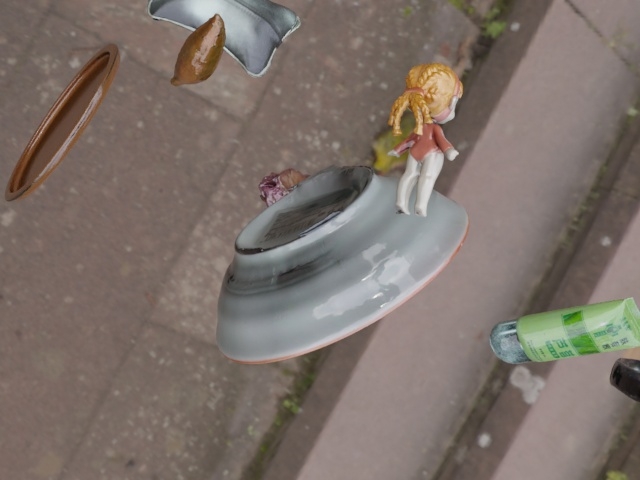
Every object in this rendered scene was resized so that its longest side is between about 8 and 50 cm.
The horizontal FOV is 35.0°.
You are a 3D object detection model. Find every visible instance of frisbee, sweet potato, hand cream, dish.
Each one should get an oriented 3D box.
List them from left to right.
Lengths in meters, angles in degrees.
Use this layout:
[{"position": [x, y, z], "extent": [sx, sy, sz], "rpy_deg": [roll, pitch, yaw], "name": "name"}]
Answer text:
[{"position": [-0.338, -0.154, 1.335], "extent": [0.021, 0.251, 0.251], "rpy_deg": [36, 84, -24], "name": "frisbee"}, {"position": [-0.098, -0.153, 0.833], "extent": [0.034, 0.034, 0.095], "rpy_deg": [-17, 165, -36], "name": "sweet potato"}, {"position": [0.000, 0.000, 0.921], "extent": [0.260, 0.260, 0.085], "rpy_deg": [-37, 109, -23], "name": "dish"}, {"position": [0.281, 0.107, 1.153], "extent": [0.095, 0.175, 0.046], "rpy_deg": [51, 40, -39], "name": "hand cream"}]

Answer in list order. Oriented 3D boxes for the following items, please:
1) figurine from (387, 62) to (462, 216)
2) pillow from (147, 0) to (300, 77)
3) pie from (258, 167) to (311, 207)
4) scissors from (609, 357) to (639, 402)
[{"position": [0.072, -0.072, 0.715], "extent": [0.047, 0.064, 0.109], "rpy_deg": [14, 85, -46], "name": "figurine"}, {"position": [-0.095, -0.224, 1.000], "extent": [0.055, 0.135, 0.091], "rpy_deg": [-61, 179, 35], "name": "pillow"}, {"position": [-0.004, -0.001, 1.308], "extent": [0.204, 0.219, 0.054], "rpy_deg": [26, 124, -34], "name": "pie"}, {"position": [0.246, 0.095, 0.614], "extent": [0.300, 0.109, 0.022], "rpy_deg": [13, 97, -64], "name": "scissors"}]
